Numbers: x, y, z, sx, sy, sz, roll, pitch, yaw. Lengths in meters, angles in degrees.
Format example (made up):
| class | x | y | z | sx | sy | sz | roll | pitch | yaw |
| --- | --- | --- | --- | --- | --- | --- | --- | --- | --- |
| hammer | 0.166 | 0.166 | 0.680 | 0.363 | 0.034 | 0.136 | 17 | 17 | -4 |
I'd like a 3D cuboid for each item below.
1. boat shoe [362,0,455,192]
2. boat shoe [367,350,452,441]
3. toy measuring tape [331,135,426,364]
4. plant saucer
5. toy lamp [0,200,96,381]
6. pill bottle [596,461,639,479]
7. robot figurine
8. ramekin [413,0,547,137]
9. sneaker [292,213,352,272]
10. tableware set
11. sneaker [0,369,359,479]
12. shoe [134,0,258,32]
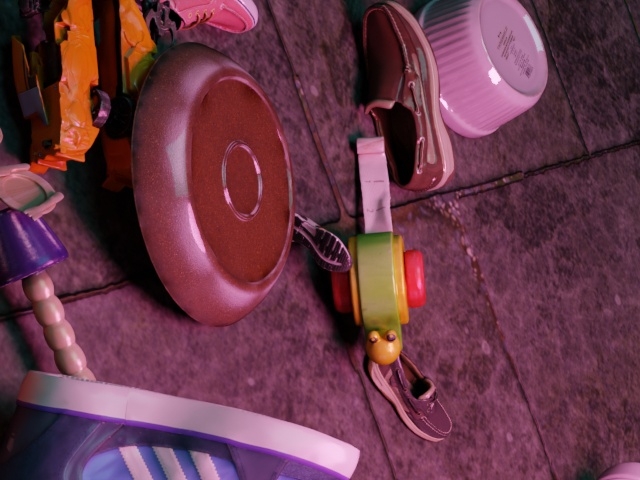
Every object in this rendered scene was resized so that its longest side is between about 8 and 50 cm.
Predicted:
| class | x | y | z | sx | sy | sz | roll | pitch | yaw |
| --- | --- | --- | --- | --- | --- | --- | --- | --- | --- |
| boat shoe | 0.101 | -0.187 | 2.066 | 0.095 | 0.095 | 0.257 | -15 | 85 | -47 |
| boat shoe | 0.117 | 0.188 | 1.934 | 0.152 | 0.049 | 0.056 | 45 | 42 | -28 |
| toy measuring tape | 0.066 | -0.008 | 1.913 | 0.121 | 0.121 | 0.330 | 27 | 49 | -41 |
| plant saucer | -0.101 | -0.062 | 1.718 | 0.311 | 0.050 | 0.310 | 20 | 68 | -61 |
| toy lamp | -0.245 | 0.096 | 1.516 | 0.080 | 0.080 | 0.274 | -28 | 98 | -53 |
| pill bottle | 0.367 | 0.415 | 2.038 | 0.283 | 0.161 | 0.161 | -41 | 105 | -51 |
| robot figurine | -0.243 | -0.205 | 1.657 | 0.211 | 0.085 | 0.291 | 15 | 62 | -47 |
| ramekin | 0.229 | -0.258 | 2.241 | 0.207 | 0.109 | 0.207 | 27 | 53 | -42 |
| sneaker | 0.000 | 0.000 | 1.856 | 0.109 | 0.040 | 0.044 | 38 | 16 | 27 |
| tableware set | -0.329 | -0.072 | 1.482 | 0.168 | 0.020 | 0.141 | 45 | 34 | 19 |
| sneaker | -0.141 | 0.258 | 1.429 | 0.323 | 0.130 | 0.236 | 13 | 84 | -14 |
| shoe | -0.149 | -0.264 | 1.823 | 0.178 | 0.063 | 0.081 | 28 | 54 | -34 |
